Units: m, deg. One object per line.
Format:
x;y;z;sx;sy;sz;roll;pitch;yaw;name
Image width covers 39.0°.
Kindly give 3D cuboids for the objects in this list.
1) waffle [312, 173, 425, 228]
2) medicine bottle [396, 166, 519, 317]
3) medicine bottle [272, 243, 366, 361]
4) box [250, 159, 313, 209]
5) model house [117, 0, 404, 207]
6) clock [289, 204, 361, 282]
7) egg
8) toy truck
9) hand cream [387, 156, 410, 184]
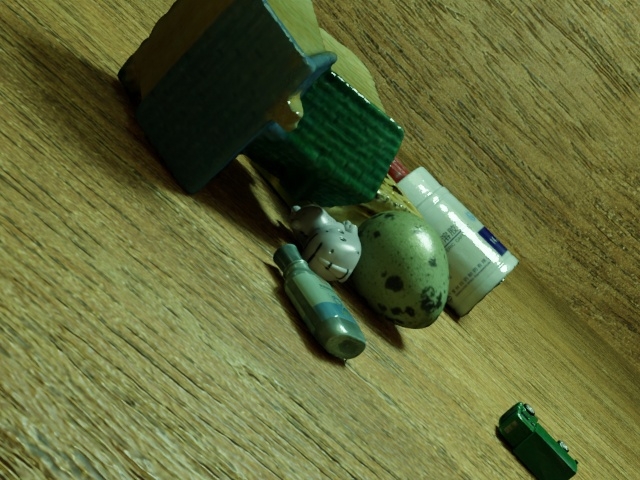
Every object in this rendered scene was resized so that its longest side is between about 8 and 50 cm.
0.025;-0.147;1.819;0.261;0.114;0.376;25;23;-45;waffle
0.277;-0.001;2.094;0.332;0.190;0.190;46;14;9;medicine bottle
-0.008;0.086;1.337;0.090;0.053;0.208;28;21;-48;medicine bottle
-0.006;-0.090;1.875;0.173;0.043;0.311;50;15;27;box
-0.085;-0.209;1.475;0.382;0.334;0.342;28;31;-37;model house
0.000;0.001;1.556;0.117;0.080;0.176;25;23;-16;clock
0.143;0.054;1.605;0.177;0.177;0.228;22;37;-56;egg
0.378;0.359;1.588;0.147;0.065;0.079;47;18;9;toy truck
0.135;-0.177;2.348;0.193;0.125;0.193;41;15;-13;hand cream
